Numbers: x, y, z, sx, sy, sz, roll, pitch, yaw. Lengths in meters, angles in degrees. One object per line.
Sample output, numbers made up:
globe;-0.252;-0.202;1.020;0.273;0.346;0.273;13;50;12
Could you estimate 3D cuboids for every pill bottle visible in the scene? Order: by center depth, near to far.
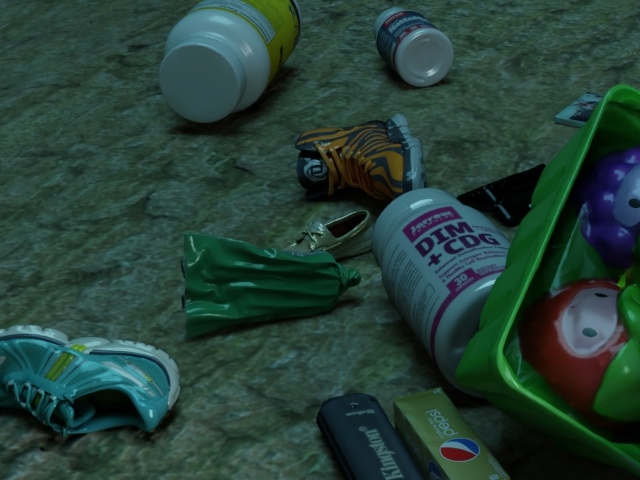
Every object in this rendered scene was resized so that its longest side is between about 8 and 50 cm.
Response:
pill bottle;0.167;0.053;1.701;0.160;0.160;0.283;-11;28;-13
pill bottle;-0.159;-0.333;2.453;0.188;0.188;0.334;4;29;14
pill bottle;0.159;-0.353;2.536;0.108;0.108;0.180;-11;28;-13

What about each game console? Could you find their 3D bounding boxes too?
game console;0.282;-0.062;2.065;0.122;0.071;0.107;-22;62;-29

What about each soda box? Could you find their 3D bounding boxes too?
soda box;0.135;0.228;1.478;0.058;0.061;0.181;-13;29;-15

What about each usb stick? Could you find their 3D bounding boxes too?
usb stick;0.065;0.244;1.472;0.077;0.045;0.278;-15;29;-10

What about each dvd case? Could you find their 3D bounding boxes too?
dvd case;0.450;-0.212;2.328;0.087;0.013;0.119;16;33;33

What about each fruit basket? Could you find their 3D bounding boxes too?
fruit basket;0.352;0.044;1.411;0.283;0.392;0.392;33;24;-15

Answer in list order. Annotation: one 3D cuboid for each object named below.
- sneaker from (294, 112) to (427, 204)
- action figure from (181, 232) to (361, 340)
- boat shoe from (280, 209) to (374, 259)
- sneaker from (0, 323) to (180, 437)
sneaker;0.058;-0.093;2.063;0.180;0.124;0.321;-10;17;-2
action figure;-0.060;0.053;1.804;0.232;0.137;0.063;-1;14;-12
boat shoe;0.000;0.000;1.934;0.170;0.059;0.063;-21;32;-30
sneaker;-0.300;0.167;1.620;0.275;0.107;0.110;1;37;10
